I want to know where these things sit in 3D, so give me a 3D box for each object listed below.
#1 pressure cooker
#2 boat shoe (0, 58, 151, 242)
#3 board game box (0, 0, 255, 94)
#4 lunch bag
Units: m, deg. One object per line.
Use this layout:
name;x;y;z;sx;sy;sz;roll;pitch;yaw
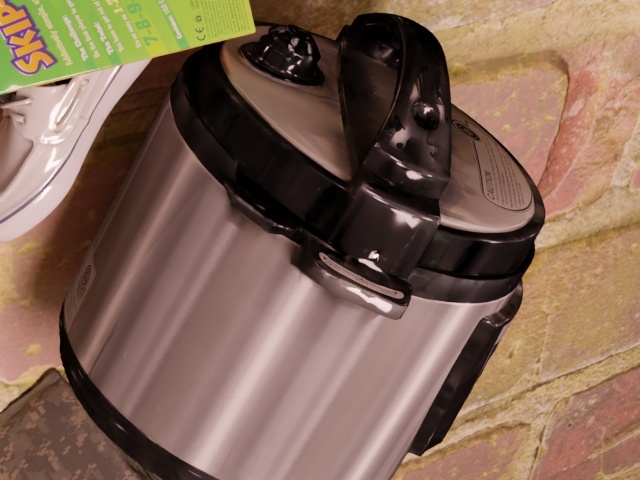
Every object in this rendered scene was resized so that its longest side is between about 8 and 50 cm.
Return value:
pressure cooker;-0.005;-0.002;1.419;0.375;0.370;0.420;-2;129;-50
boat shoe;-0.229;-0.123;1.329;0.267;0.096;0.088;-51;138;5
board game box;-0.188;-0.199;1.265;0.259;0.039;0.124;-17;101;-22
lunch bag;-0.222;0.313;1.636;0.169;0.235;0.287;-36;144;-10
